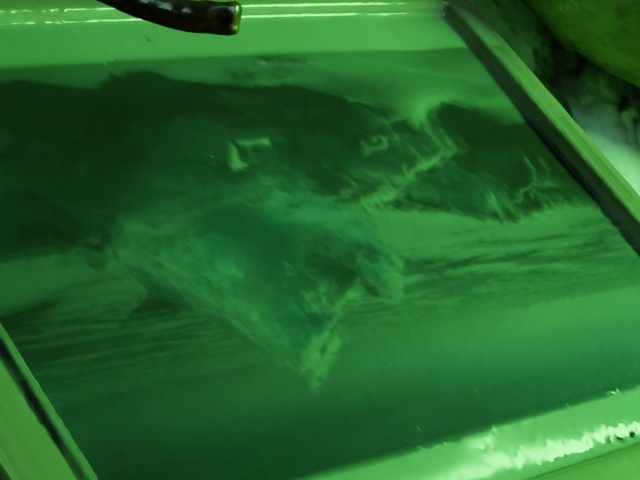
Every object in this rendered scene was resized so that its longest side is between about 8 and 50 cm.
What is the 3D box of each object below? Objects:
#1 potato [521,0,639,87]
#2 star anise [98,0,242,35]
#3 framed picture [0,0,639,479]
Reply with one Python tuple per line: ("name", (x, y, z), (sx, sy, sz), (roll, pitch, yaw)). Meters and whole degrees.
("potato", (0.227, -0.175, 1.081), (0.307, 0.173, 0.210), (10, 67, -44))
("star anise", (-0.167, -0.126, 0.712), (0.234, 0.073, 0.177), (-5, 42, -37))
("framed picture", (0.000, 0.000, 0.791), (0.446, 0.028, 0.326), (-9, 53, -46))
